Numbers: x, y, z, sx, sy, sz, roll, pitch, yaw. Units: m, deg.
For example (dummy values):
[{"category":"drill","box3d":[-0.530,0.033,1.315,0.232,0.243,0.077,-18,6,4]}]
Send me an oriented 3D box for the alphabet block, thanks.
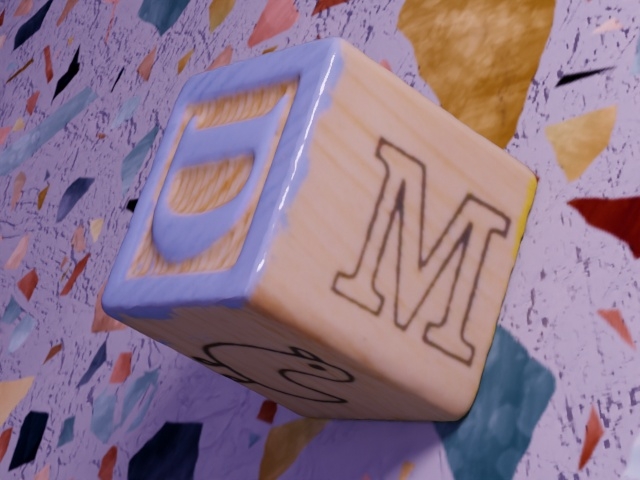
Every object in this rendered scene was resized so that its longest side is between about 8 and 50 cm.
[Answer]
[{"category":"alphabet block","box3d":[0.000,0.000,1.106,0.192,0.197,0.193,-5,60,54]}]
